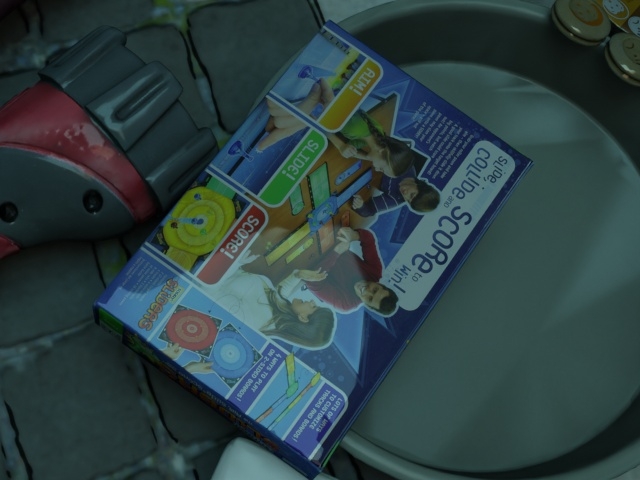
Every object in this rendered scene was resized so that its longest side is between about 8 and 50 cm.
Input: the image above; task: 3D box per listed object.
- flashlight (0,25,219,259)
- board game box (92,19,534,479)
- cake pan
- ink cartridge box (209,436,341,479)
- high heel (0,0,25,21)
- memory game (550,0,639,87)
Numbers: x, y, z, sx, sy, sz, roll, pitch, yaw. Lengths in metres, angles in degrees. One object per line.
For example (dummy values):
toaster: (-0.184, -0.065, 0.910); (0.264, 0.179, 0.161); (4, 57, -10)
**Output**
flashlight: (-0.192, 0.021, 0.607); (0.304, 0.103, 0.103); (-44, 39, -16)
board game box: (0.000, 0.000, 0.612); (0.136, 0.035, 0.201); (36, 69, 5)
cake pan: (0.089, 0.001, 0.674); (0.293, 0.054, 0.293); (3, 71, -7)
ink cartridge box: (0.009, 0.267, 0.569); (0.239, 0.060, 0.275); (25, 69, -1)
high heel: (-0.284, -0.268, 0.662); (0.377, 0.127, 0.181); (42, 51, -10)
memory game: (0.203, -0.155, 0.733); (0.186, 0.012, 0.186); (13, 52, -17)
